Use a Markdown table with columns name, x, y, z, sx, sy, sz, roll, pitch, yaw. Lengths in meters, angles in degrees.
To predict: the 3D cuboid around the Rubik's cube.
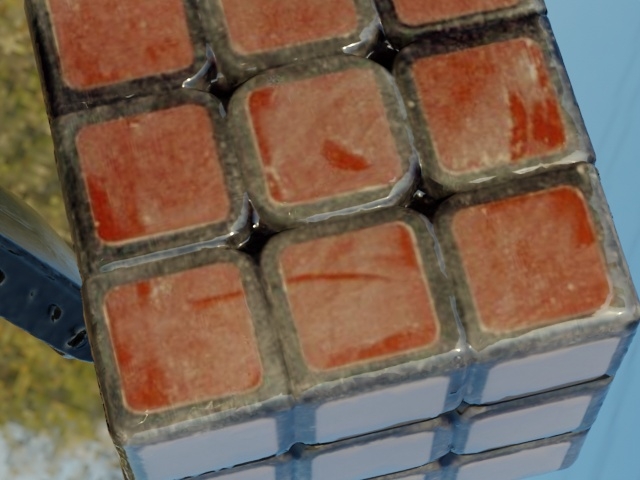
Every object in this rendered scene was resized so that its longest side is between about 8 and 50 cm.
| name | x | y | z | sx | sy | sz | roll | pitch | yaw |
| --- | --- | --- | --- | --- | --- | --- | --- | --- | --- |
| Rubik's cube | 0.000 | 0.000 | 1.162 | 0.301 | 0.304 | 0.305 | 92 | -13 | -66 |

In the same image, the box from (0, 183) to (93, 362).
| name | x | y | z | sx | sy | sz | roll | pitch | yaw |
| --- | --- | --- | --- | --- | --- | --- | --- | --- | --- |
| box | -0.326 | -0.020 | 1.700 | 0.073 | 0.290 | 0.289 | -50 | -141 | 3 |
